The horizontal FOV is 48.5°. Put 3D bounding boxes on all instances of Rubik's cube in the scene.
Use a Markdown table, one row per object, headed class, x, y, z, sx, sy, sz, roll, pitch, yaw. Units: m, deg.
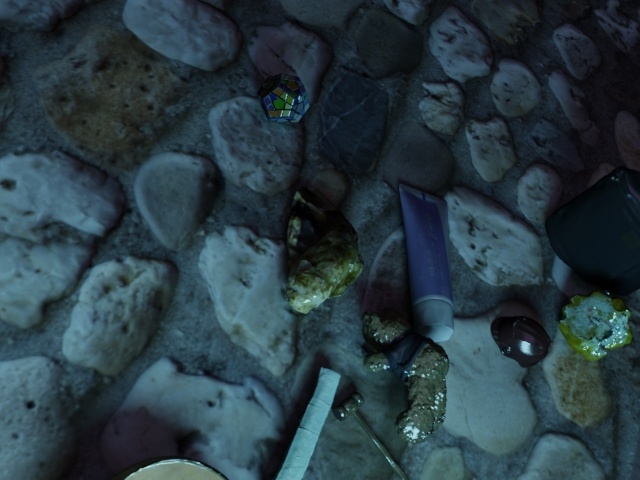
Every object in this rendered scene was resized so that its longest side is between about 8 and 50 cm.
| class | x | y | z | sx | sy | sz | roll | pitch | yaw |
| --- | --- | --- | --- | --- | --- | --- | --- | --- | --- |
| Rubik's cube | -0.078 | -0.296 | 1.483 | 0.093 | 0.111 | 0.111 | 31 | 46 | 27 |

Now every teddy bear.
| class | x | y | z | sx | sy | sz | roll | pitch | yaw |
| --- | --- | --- | --- | --- | --- | --- | --- | --- | --- |
| teddy bear | 0.167 | 0.226 | 1.276 | 0.251 | 0.129 | 0.182 | 62 | 18 | 21 |

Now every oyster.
| class | x | y | z | sx | sy | sz | roll | pitch | yaw |
| --- | --- | --- | --- | --- | --- | --- | --- | --- | --- |
| oyster | -0.004 | -0.002 | 1.354 | 0.166 | 0.094 | 0.294 | -1 | 56 | -19 |

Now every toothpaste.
| class | x | y | z | sx | sy | sz | roll | pitch | yaw |
| --- | --- | --- | --- | --- | --- | --- | --- | --- | --- |
| toothpaste | 0.225 | 0.032 | 1.463 | 0.125 | 0.080 | 0.371 | 17 | 50 | -18 |

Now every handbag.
| class | x | y | z | sx | sy | sz | roll | pitch | yaw |
| --- | --- | --- | --- | --- | --- | --- | --- | --- | --- |
| handbag | 0.675 | -0.003 | 1.585 | 0.275 | 0.302 | 0.177 | 20 | 61 | -13 |

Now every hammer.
| class | x | y | z | sx | sy | sz | roll | pitch | yaw |
| --- | --- | --- | --- | --- | --- | --- | --- | --- | --- |
| hammer | 0.128 | 0.393 | 1.223 | 0.058 | 0.029 | 0.292 | -32 | 82 | -36 |

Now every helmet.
| class | x | y | z | sx | sy | sz | roll | pitch | yaw |
| --- | --- | --- | --- | --- | --- | --- | --- | --- | --- |
| helmet | 0.421 | 0.199 | 1.465 | 0.123 | 0.070 | 0.098 | 41 | 52 | -2 |

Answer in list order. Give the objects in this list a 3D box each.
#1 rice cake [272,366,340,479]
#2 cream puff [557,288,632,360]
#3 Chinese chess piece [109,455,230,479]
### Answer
| class | x | y | z | sx | sy | sz | roll | pitch | yaw |
| --- | --- | --- | --- | --- | --- | --- | --- | --- | --- |
| rice cake | -0.024 | 0.319 | 1.173 | 0.045 | 0.042 | 0.245 | 26 | 51 | 2 |
| cream puff | 0.597 | 0.187 | 1.545 | 0.156 | 0.156 | 0.121 | -2 | 20 | -29 |
| Chinese chess piece | -0.210 | 0.424 | 0.973 | 0.250 | 0.103 | 0.249 | 13 | 58 | -21 |
